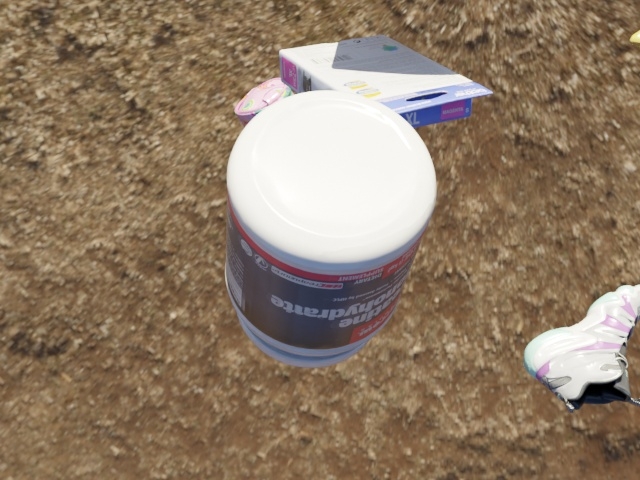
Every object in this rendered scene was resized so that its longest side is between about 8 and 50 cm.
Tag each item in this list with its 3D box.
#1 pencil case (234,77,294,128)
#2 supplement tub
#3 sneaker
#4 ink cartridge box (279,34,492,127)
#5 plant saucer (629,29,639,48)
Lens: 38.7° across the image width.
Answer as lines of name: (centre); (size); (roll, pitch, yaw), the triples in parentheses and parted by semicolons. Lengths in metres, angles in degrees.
pencil case: (-0.048, -0.165, 1.726); (0.124, 0.124, 0.284); (-22, 119, 17)
supplement tub: (0.000, 0.000, 0.916); (0.191, 0.191, 0.272); (17, 150, 4)
sneaker: (0.183, 0.074, 0.566); (0.098, 0.069, 0.038); (-31, 142, -8)
ink cartridge box: (0.085, -0.223, 1.319); (0.186, 0.311, 0.065); (-14, 120, -22)
plant saucer: (0.668, -0.347, 1.336); (0.333, 0.333, 0.081); (-34, 105, 6)
